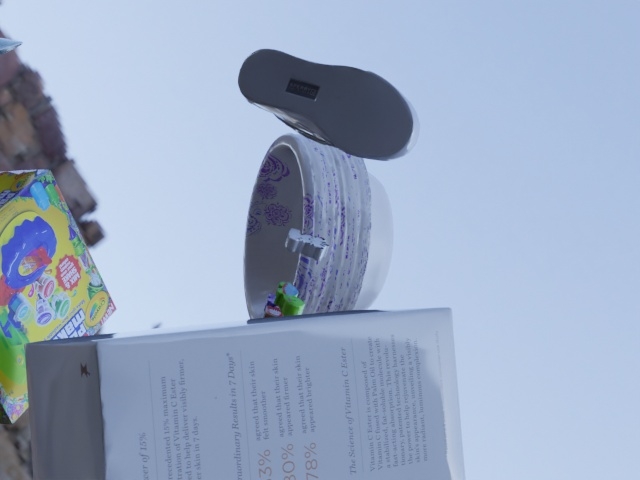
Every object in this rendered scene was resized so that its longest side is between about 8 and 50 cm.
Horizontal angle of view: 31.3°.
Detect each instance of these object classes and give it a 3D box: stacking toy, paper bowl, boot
[{"bbox_3d":[-0.044,0.101,1.336,0.052,0.221,0.167,18,-69,-4],"label":"stacking toy"},{"bbox_3d":[0.000,0.000,1.576,0.284,0.148,0.284,-175,-90,-69],"label":"paper bowl"},{"bbox_3d":[0.030,-0.148,1.315,0.258,0.095,0.123,30,4,35],"label":"boot"}]

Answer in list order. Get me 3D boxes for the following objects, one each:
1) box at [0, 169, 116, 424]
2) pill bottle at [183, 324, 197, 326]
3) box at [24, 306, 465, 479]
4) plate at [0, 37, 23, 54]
[{"bbox_3d":[-0.512,0.083,1.783,0.177,0.290,0.279,0,-55,31],"label":"box"},{"bbox_3d":[-0.120,0.212,1.628,0.169,0.169,0.301,38,5,19],"label":"pill bottle"},{"bbox_3d":[-0.059,0.177,0.995,0.168,0.345,0.215,-8,-94,57],"label":"box"},{"bbox_3d":[-0.465,-0.224,1.430,0.188,0.188,0.024,-4,-70,55],"label":"plate"}]
